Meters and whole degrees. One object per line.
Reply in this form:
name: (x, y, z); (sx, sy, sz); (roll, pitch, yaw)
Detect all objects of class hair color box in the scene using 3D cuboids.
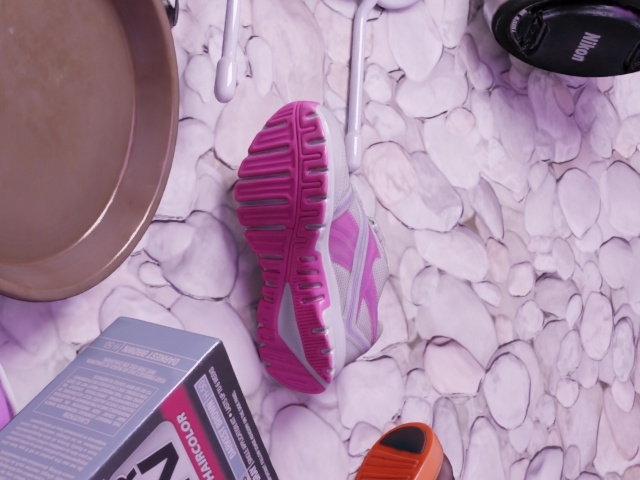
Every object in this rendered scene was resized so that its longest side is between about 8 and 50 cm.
hair color box: (-0.188, 0.243, 0.855); (0.374, 0.113, 0.185); (-47, 131, -36)

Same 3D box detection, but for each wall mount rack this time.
wall mount rack: (0.025, -0.243, 1.128); (0.304, 0.130, 0.350); (-54, 143, 9)

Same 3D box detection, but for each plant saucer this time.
plant saucer: (-0.195, -0.095, 0.890); (0.278, 0.041, 0.278); (-20, 114, -57)

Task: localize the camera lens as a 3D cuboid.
camera lens: (0.295, -0.328, 1.344); (0.219, 0.219, 0.274); (23, 68, -37)

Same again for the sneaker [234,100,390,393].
sneaker: (0.000, 0.000, 1.102); (0.111, 0.103, 0.252); (-20, 113, -49)

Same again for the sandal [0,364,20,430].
sandal: (-0.315, -0.001, 0.819); (0.169, 0.102, 0.416); (-49, 116, -36)

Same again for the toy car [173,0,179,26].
toy car: (-0.156, -0.246, 1.013); (0.155, 0.149, 0.188); (-54, 143, -47)

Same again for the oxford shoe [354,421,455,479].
oxford shoe: (0.055, 0.293, 1.109); (0.098, 0.097, 0.271); (55, 52, -27)
